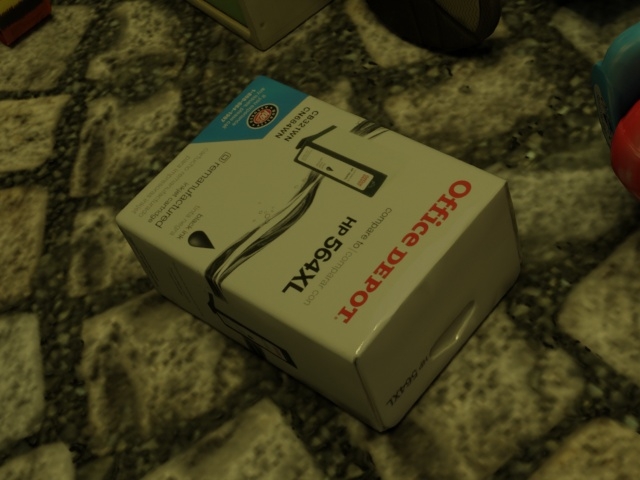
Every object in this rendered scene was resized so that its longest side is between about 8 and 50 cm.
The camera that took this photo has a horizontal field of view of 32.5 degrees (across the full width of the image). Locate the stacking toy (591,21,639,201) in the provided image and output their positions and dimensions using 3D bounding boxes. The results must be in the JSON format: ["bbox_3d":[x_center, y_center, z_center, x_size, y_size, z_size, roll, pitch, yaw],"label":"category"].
[{"bbox_3d":[0.261,0.021,0.559,0.165,0.175,0.302,-19,62,12],"label":"stacking toy"}]

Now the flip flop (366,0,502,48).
[{"bbox_3d":[0.054,-0.244,0.864,0.080,0.112,0.277,-23,41,-21],"label":"flip flop"}]

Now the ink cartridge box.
[{"bbox_3d":[0.000,0.000,0.680,0.203,0.086,0.148,26,63,34],"label":"ink cartridge box"}]

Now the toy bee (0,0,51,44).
[{"bbox_3d":[-0.375,-0.287,0.989,0.298,0.162,0.195,12,58,26],"label":"toy bee"}]

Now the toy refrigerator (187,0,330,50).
[{"bbox_3d":[-0.113,-0.269,0.928,0.094,0.102,0.269,-39,52,-15],"label":"toy refrigerator"}]
